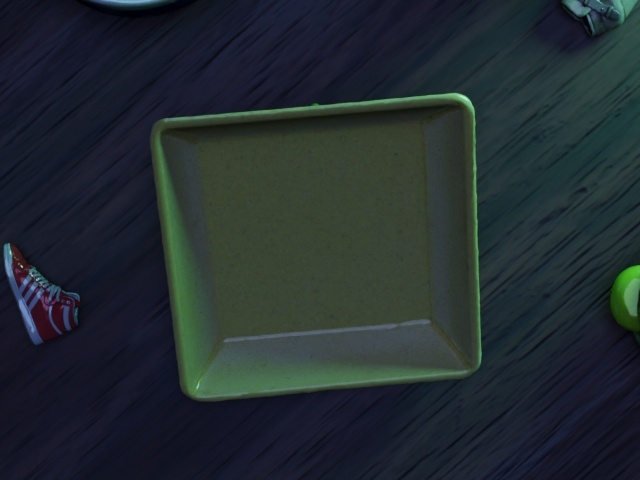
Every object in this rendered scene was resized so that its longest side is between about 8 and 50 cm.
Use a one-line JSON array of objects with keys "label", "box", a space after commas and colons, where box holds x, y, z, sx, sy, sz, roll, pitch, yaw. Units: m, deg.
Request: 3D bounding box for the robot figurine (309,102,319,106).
[{"label": "robot figurine", "box": [0.006, -0.094, 1.635, 0.101, 0.067, 0.115, -26, 91, -5]}]

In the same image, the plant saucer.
[{"label": "plant saucer", "box": [0.000, 0.000, 1.586, 0.333, 0.081, 0.332, -5, 114, -1]}]

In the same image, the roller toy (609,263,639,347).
[{"label": "roller toy", "box": [0.447, 0.072, 1.608, 0.209, 0.146, 0.191, -36, 91, -2]}]

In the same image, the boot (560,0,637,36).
[{"label": "boot", "box": [0.307, -0.293, 1.659, 0.087, 0.042, 0.118, -39, 90, 1]}]

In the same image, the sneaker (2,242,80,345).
[{"label": "sneaker", "box": [-0.308, 0.052, 1.637, 0.067, 0.042, 0.118, -19, 98, 2]}]

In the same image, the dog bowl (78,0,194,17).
[{"label": "dog bowl", "box": [-0.207, -0.381, 1.612, 0.265, 0.104, 0.264, 0, 90, -2]}]
